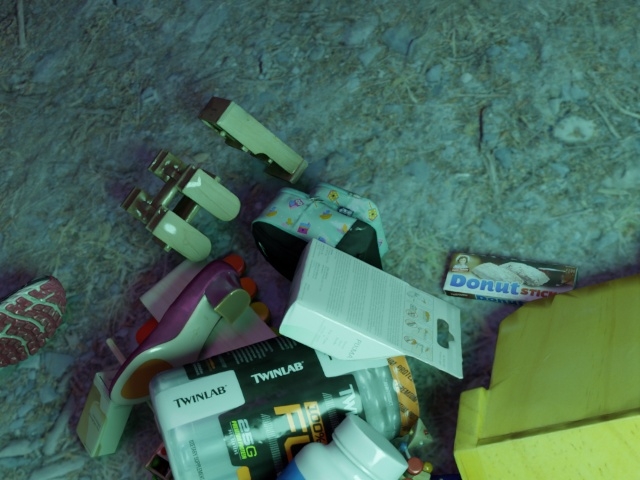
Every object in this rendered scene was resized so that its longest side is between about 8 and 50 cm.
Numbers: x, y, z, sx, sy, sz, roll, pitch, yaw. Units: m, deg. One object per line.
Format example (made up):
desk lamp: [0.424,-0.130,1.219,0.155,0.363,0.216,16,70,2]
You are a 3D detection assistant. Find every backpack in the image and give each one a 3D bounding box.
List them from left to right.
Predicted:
backpack: [0.000,0.000,1.442,0.188,0.166,0.144,18,63,24]

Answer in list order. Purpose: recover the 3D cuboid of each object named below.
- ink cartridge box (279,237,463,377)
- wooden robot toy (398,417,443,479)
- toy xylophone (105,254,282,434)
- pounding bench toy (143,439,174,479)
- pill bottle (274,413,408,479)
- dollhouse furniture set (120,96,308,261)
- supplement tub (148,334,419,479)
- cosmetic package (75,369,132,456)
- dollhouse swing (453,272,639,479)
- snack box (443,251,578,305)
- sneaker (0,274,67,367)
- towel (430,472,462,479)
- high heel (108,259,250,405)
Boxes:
ink cartridge box: [0.068,0.098,1.255,0.224,0.056,0.181,27,26,-6]
wooden robot toy: [0.122,0.305,1.179,0.079,0.076,0.173,21,68,-3]
toy xylophone: [-0.173,0.152,1.455,0.236,0.081,0.323,-34,53,-4]
pounding bench toy: [-0.211,0.324,1.373,0.065,0.052,0.083,23,68,30]
pill bottle: [-0.003,0.313,1.144,0.221,0.124,0.124,-50,55,2]
dollhouse furniture set: [-0.164,-0.078,1.557,0.242,0.161,0.212,-55,27,-4]
supplement tub: [-0.046,0.220,1.272,0.316,0.193,0.193,-17,52,-11]
cosmetic package: [-0.309,0.248,1.424,0.060,0.041,0.115,46,123,37]
dollhouse swing: [0.373,0.231,1.156,0.347,0.305,0.315,-17,96,22]
snack box: [0.268,0.058,1.398,0.178,0.022,0.064,7,62,23]
sneaker: [-0.539,0.149,1.564,0.299,0.121,0.112,-36,52,-6]
towel: [0.078,0.401,1.215,0.308,0.076,0.228,-6,49,16]
high heel: [-0.209,0.125,1.398,0.244,0.082,0.117,-46,33,0]
